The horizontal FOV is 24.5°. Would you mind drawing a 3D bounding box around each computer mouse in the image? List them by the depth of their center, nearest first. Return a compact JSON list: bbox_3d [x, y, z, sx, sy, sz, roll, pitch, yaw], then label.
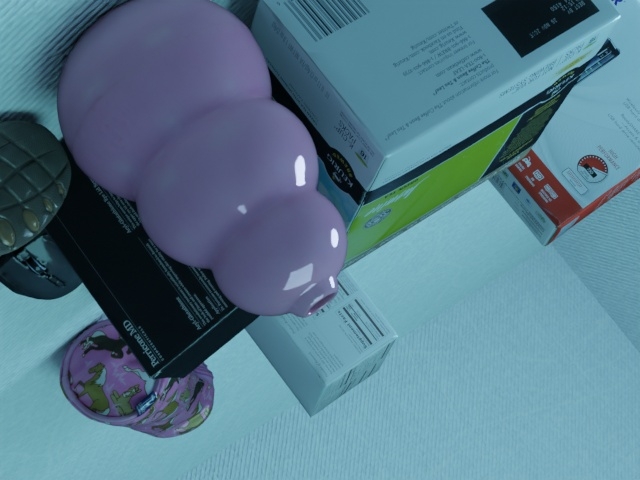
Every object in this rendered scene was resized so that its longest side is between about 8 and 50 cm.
[{"bbox_3d":[-0.353,0.049,1.706,0.184,0.060,0.262,-38,166,-2],"label":"computer mouse"}]

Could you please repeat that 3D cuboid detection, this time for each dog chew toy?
[{"bbox_3d":[-0.097,-0.070,1.371,0.207,0.332,0.206,-36,167,-10],"label":"dog chew toy"}]

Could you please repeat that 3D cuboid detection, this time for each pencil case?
[{"bbox_3d":[-0.274,0.221,2.291,0.386,0.167,0.160,61,49,-77],"label":"pencil case"}]

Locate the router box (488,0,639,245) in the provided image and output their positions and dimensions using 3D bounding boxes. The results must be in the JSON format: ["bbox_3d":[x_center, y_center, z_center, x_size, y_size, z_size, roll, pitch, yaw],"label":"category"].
[{"bbox_3d":[0.311,-0.211,1.950,0.301,0.335,0.082,-35,167,-15],"label":"router box"}]

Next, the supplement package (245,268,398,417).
[{"bbox_3d":[-0.026,0.117,2.338,0.145,0.262,0.204,-33,166,-18],"label":"supplement package"}]

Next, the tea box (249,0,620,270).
[{"bbox_3d":[0.095,-0.170,1.615,0.329,0.220,0.323,-31,165,-24],"label":"tea box"}]

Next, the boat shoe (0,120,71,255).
[{"bbox_3d":[-0.371,-0.018,1.369,0.116,0.123,0.324,-4,-157,42],"label":"boat shoe"}]

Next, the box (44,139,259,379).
[{"bbox_3d":[-0.167,-0.012,1.541,0.184,0.261,0.103,-39,167,7],"label":"box"}]

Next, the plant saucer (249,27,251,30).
[{"bbox_3d":[-0.033,-0.222,1.667,0.200,0.037,0.200,-36,167,-10],"label":"plant saucer"}]
